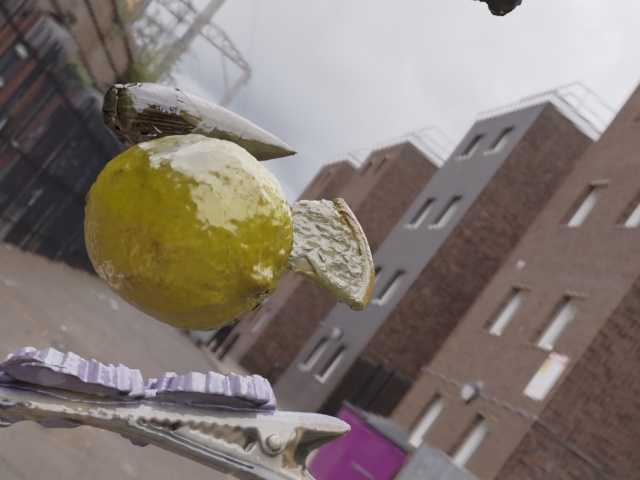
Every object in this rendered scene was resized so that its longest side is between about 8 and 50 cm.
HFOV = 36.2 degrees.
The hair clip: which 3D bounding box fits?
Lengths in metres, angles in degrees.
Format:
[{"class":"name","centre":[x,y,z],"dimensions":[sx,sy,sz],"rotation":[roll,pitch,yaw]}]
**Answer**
[{"class":"hair clip","centre":[-0.120,0.122,0.673],"dimensions":[0.292,0.084,0.106],"rotation":[16,-26,-23]}]

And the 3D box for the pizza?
[{"class":"pizza","centre":[0.000,0.000,1.582],"dimensions":[0.034,0.181,0.262],"rotation":[-22,-35,39]}]

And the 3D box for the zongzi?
[{"class":"zongzi","centre":[-0.233,-0.221,1.921],"dimensions":[0.317,0.154,0.289],"rotation":[8,0,19]}]

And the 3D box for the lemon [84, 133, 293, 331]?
[{"class":"lemon","centre":[-0.186,-0.018,1.352],"dimensions":[0.322,0.268,0.268],"rotation":[33,-8,22]}]

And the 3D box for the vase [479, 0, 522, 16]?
[{"class":"vase","centre":[0.265,-0.401,1.224],"dimensions":[0.115,0.115,0.237],"rotation":[37,-35,1]}]
